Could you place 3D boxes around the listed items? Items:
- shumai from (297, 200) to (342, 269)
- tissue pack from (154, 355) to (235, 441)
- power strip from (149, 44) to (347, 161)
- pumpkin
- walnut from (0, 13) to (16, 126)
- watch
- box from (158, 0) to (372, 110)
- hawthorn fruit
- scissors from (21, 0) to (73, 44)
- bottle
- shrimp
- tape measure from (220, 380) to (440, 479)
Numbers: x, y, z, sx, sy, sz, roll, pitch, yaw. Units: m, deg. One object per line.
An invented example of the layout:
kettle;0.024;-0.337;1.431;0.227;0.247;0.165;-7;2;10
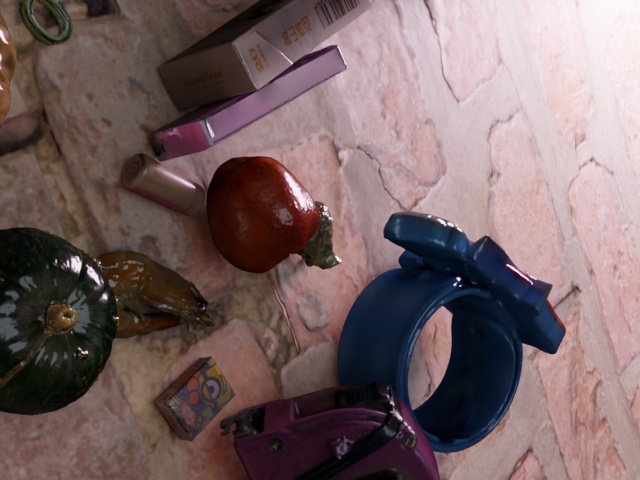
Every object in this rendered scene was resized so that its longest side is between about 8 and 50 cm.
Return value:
shumai;0.000;0.000;1.324;0.080;0.083;0.082;36;100;-14
tissue pack;-0.147;0.185;1.205;0.083;0.035;0.063;-43;116;-34
power strip;-0.084;-0.168;1.237;0.279;0.109;0.037;-36;108;-39
pumpkin;-0.288;0.079;1.005;0.190;0.146;0.190;1;90;-65
walnut;-0.380;-0.164;0.913;0.213;0.213;0.213;4;84;-43
watch;0.147;0.123;1.371;0.305;0.241;0.274;43;73;-32
box;-0.065;-0.246;1.234;0.233;0.149;0.067;-42;112;-36
hawthorn fruit;-0.075;-0.035;1.223;0.133;0.133;0.138;-42;105;-36
scissors;-0.320;-0.307;1.089;0.187;0.020;0.133;38;67;-36
bottle;-0.180;-0.063;1.185;0.096;0.045;0.045;27;69;-39
shrimp;-0.197;0.070;1.167;0.190;0.042;0.101;22;93;-40
tape measure;0.021;0.296;1.235;0.245;0.149;0.231;-18;102;2
